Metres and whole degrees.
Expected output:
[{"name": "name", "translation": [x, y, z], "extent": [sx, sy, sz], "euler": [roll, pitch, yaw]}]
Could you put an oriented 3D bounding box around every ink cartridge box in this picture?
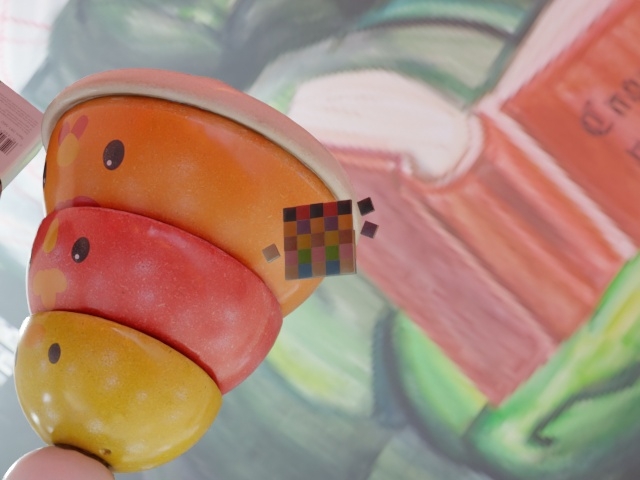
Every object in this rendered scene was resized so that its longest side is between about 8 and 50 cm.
[{"name": "ink cartridge box", "translation": [-0.435, -0.097, 1.643], "extent": [0.219, 0.160, 0.092], "euler": [-54, 5, -37]}]

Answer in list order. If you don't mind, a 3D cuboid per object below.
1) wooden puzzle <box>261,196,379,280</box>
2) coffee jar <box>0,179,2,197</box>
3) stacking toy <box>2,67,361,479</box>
[{"name": "wooden puzzle", "translation": [0.000, 0.000, 0.952], "extent": [0.006, 0.083, 0.049], "euler": [21, -115, -65]}, {"name": "coffee jar", "translation": [-0.357, -0.018, 1.320], "extent": [0.079, 0.096, 0.184], "euler": [-61, 9, 21]}, {"name": "stacking toy", "translation": [-0.182, 0.104, 1.422], "extent": [0.350, 0.351, 0.479], "euler": [104, -175, -62]}]
